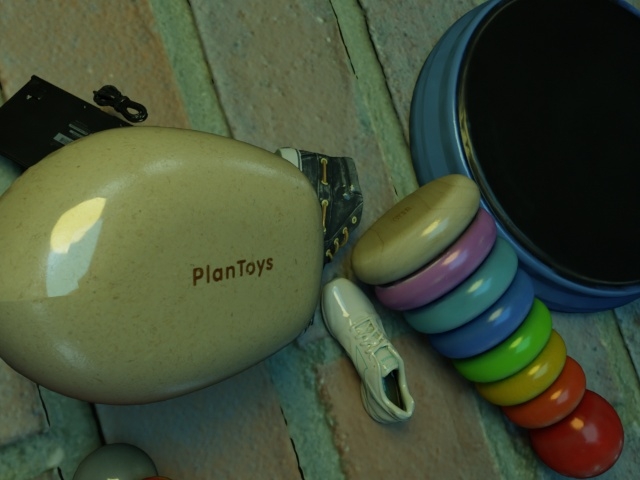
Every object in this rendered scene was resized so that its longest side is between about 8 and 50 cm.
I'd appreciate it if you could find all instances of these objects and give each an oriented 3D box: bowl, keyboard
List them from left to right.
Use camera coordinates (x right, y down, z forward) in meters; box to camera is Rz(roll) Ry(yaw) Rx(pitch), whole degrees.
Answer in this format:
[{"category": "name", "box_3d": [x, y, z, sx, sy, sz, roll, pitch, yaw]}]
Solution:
[{"category": "keyboard", "box_3d": [-0.195, -0.087, 0.522, 0.180, 0.023, 0.108, 28, 66, 15]}, {"category": "bowl", "box_3d": [0.293, -0.114, 0.699, 0.391, 0.077, 0.391, 4, 78, -17]}]

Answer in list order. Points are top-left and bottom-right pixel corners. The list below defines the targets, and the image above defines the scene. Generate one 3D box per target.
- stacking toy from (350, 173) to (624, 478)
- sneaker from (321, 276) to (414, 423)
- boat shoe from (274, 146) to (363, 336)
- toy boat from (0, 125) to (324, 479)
[{"category": "stacking toy", "box_3d": [0.179, 0.100, 0.600, 0.141, 0.141, 0.330, -44, 101, -21]}, {"category": "sneaker", "box_3d": [0.051, 0.102, 0.582, 0.053, 0.061, 0.152, -25, 86, -19]}, {"category": "boat shoe", "box_3d": [0.000, 0.000, 0.583, 0.083, 0.065, 0.183, 2, 78, -19]}, {"category": "toy boat", "box_3d": [-0.123, 0.078, 0.445, 0.267, 0.148, 0.318, 0, 98, -47]}]
